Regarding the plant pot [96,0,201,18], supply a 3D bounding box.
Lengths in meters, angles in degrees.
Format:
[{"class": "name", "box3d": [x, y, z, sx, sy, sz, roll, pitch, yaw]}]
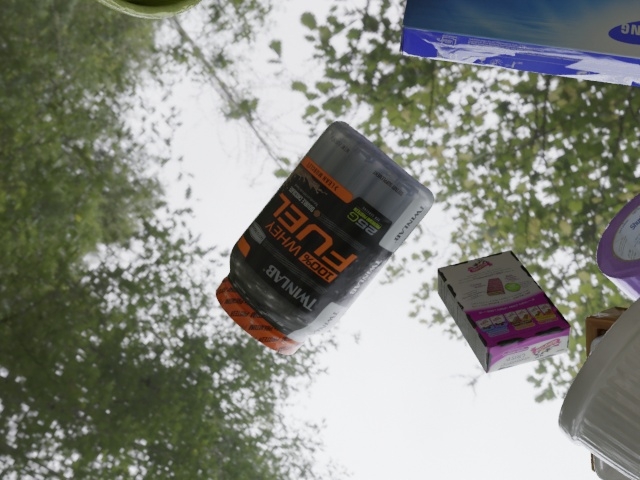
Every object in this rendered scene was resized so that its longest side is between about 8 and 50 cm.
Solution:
[{"class": "plant pot", "box3d": [-0.257, -0.348, 0.738, 0.253, 0.276, 0.276, 6, -121, 35]}]

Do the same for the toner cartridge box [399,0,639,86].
[{"class": "toner cartridge box", "box3d": [0.275, -0.282, 0.892, 0.347, 0.075, 0.165, 9, -101, 6]}]

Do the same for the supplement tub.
[{"class": "supplement tub", "box3d": [0.000, 0.000, 1.205, 0.338, 0.207, 0.207, -52, -140, 7]}]

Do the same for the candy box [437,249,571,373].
[{"class": "candy box", "box3d": [0.329, 0.125, 1.415, 0.159, 0.071, 0.233, -13, -142, -8]}]

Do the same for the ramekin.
[{"class": "ramekin", "box3d": [0.346, 0.147, 0.766, 0.207, 0.207, 0.109, -46, -126, -6]}]

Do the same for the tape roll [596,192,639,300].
[{"class": "tape roll", "box3d": [0.724, -0.005, 1.629, 0.275, 0.090, 0.275, -47, -166, 16]}]

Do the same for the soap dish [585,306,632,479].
[{"class": "soap dish", "box3d": [0.509, 0.235, 1.110, 0.228, 0.291, 0.118, 6, -150, 32]}]
